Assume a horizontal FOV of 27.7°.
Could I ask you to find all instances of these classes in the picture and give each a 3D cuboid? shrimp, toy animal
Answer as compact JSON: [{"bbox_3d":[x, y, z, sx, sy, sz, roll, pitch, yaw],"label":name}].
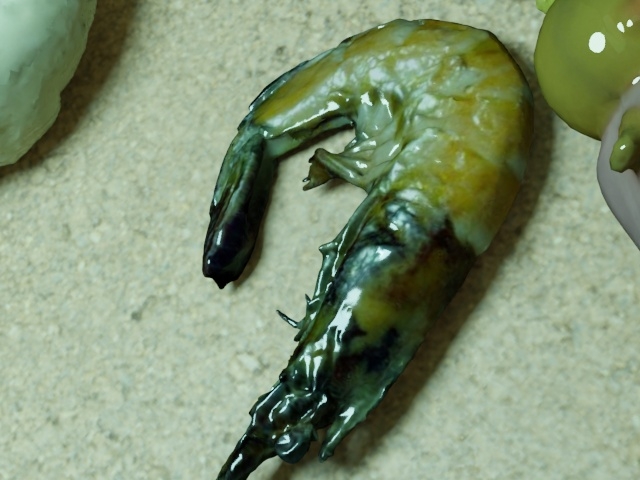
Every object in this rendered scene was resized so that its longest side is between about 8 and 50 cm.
[{"bbox_3d":[0.000,0.000,1.050,0.272,0.085,0.445,17,72,31],"label":"shrimp"},{"bbox_3d":[0.256,-0.102,0.954,0.195,0.169,0.281,-9,66,-34],"label":"toy animal"}]

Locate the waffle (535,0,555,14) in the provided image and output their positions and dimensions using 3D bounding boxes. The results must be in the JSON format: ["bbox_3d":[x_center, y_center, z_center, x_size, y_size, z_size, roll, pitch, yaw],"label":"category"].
[{"bbox_3d":[0.288,-0.309,1.090,0.312,0.060,0.307,5,69,18],"label":"waffle"}]

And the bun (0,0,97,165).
[{"bbox_3d":[-0.380,-0.209,1.205,0.360,0.211,0.359,-3,69,7],"label":"bun"}]
